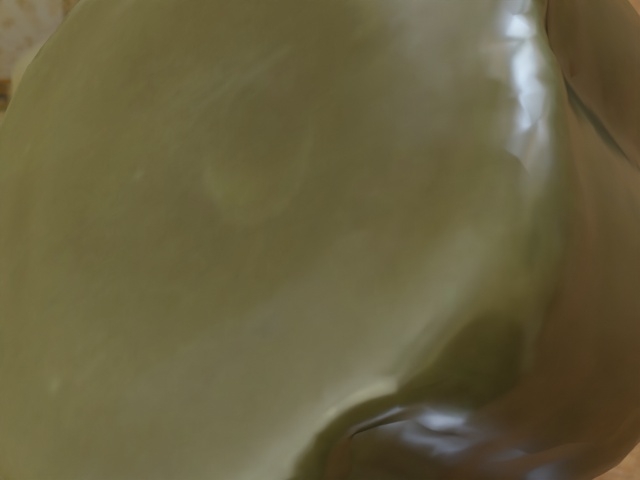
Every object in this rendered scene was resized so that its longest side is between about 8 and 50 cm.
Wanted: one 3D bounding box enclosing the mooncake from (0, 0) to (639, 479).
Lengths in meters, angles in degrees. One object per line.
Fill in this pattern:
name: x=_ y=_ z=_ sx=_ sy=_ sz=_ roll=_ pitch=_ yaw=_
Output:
mooncake: x=0.000 y=0.000 z=0.797 sx=0.467 sy=0.262 sz=0.467 roll=-23 pitch=51 yaw=33
